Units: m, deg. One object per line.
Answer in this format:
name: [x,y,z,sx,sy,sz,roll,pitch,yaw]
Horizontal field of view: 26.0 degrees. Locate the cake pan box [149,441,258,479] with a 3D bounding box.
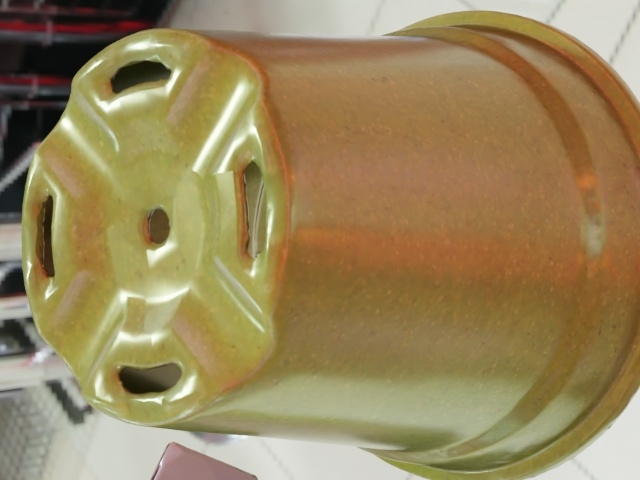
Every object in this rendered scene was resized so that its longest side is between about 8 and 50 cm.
cake pan box: [-0.113,0.285,0.881,0.070,0.266,0.245,21,156,13]

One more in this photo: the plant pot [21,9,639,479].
plant pot: [0.000,0.000,0.711,0.276,0.254,0.276,-2,87,40]
